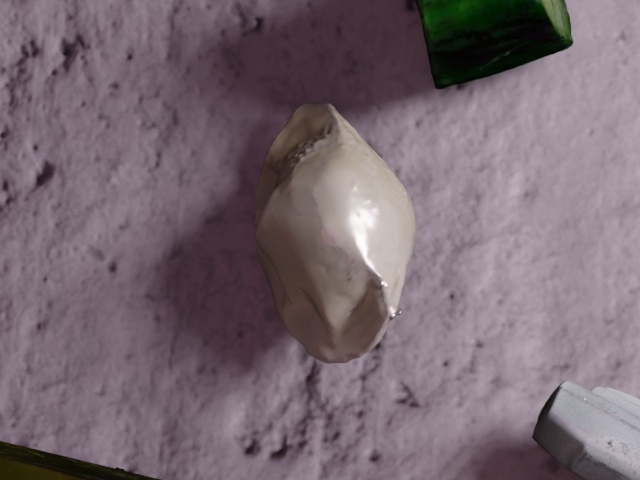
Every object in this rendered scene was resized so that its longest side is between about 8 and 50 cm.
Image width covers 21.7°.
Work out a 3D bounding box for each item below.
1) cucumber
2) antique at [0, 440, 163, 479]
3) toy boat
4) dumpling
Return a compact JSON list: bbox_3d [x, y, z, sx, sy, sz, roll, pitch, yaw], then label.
[{"bbox_3d":[0.128,-0.221,1.411,0.130,0.191,0.191,-20,81,13],"label":"cucumber"},{"bbox_3d":[-0.249,0.239,1.519,0.220,0.080,0.081,11,90,15],"label":"antique"},{"bbox_3d":[0.301,0.199,1.383,0.260,0.078,0.085,31,50,9],"label":"toy boat"},{"bbox_3d":[-0.001,-0.004,1.465,0.166,0.126,0.216,-34,87,37],"label":"dumpling"}]
